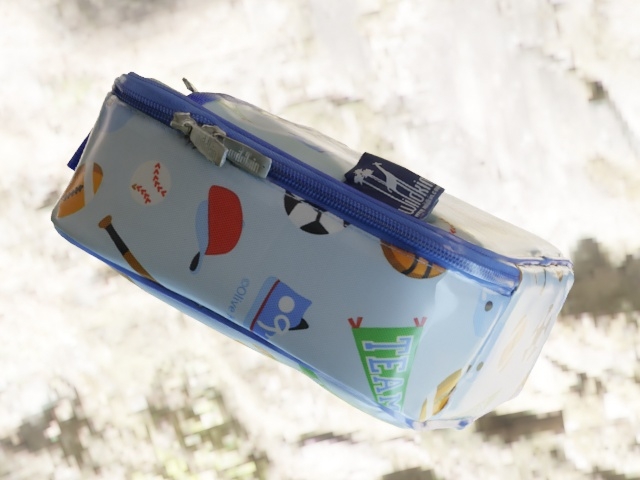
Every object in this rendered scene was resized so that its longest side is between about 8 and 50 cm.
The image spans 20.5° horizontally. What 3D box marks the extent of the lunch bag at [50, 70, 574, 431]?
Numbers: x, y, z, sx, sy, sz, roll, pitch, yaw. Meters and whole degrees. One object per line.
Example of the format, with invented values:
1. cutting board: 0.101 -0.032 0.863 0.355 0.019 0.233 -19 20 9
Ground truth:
1. lunch bag: 0.000 0.000 0.947 0.243 0.115 0.303 29 -176 18
